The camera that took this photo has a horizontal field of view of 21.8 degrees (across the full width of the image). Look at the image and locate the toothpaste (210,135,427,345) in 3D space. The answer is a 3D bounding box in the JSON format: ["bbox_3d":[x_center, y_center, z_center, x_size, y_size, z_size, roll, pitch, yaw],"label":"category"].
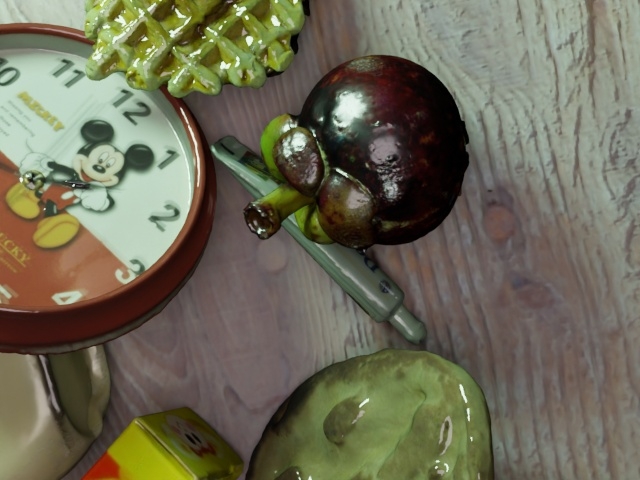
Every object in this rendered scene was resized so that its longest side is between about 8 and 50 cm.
[{"bbox_3d":[0.000,0.000,1.478,0.255,0.067,0.037,44,110,-3],"label":"toothpaste"}]

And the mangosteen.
[{"bbox_3d":[0.035,-0.076,1.413,0.184,0.172,0.173,3,96,8],"label":"mangosteen"}]

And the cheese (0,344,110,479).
[{"bbox_3d":[-0.319,0.113,1.489,0.233,0.127,0.266,-18,91,10],"label":"cheese"}]

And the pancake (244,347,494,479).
[{"bbox_3d":[0.037,0.226,1.418,0.294,0.049,0.295,-19,62,41],"label":"pancake"}]

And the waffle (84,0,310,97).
[{"bbox_3d":[-0.105,-0.225,1.446,0.207,0.054,0.214,3,76,-1],"label":"waffle"}]

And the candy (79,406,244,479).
[{"bbox_3d":[-0.201,0.277,1.479,0.088,0.146,0.276,45,100,13],"label":"candy"}]

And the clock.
[{"bbox_3d":[-0.246,-0.048,1.421,0.318,0.080,0.319,5,58,-9],"label":"clock"}]
